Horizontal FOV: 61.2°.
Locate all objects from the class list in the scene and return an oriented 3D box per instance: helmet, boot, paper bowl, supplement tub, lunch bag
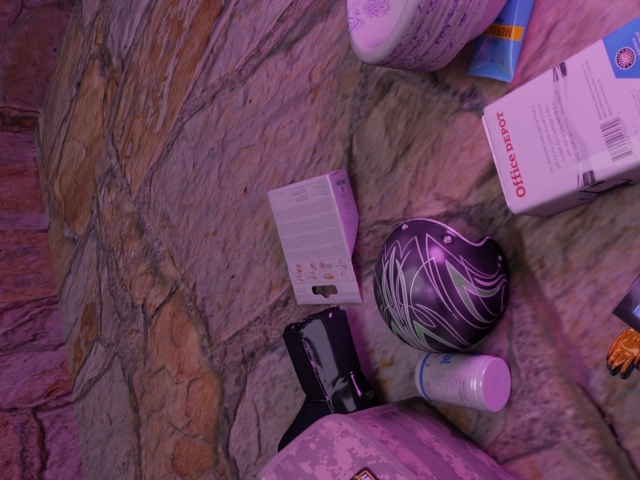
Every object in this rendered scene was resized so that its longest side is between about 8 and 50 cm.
[{"bbox_3d":[0.147,0.058,0.690,0.169,0.161,0.169,-2,87,50],"label":"helmet"},{"bbox_3d":[-0.014,0.247,0.923,0.246,0.094,0.207,-40,63,34],"label":"boot"},{"bbox_3d":[0.144,-0.359,0.681,0.284,0.148,0.284,-178,90,-71],"label":"paper bowl"},{"bbox_3d":[0.185,0.182,0.712,0.107,0.071,0.071,-6,84,49],"label":"supplement tub"},{"bbox_3d":[0.089,0.330,0.654,0.235,0.287,0.169,33,114,46],"label":"lunch bag"}]

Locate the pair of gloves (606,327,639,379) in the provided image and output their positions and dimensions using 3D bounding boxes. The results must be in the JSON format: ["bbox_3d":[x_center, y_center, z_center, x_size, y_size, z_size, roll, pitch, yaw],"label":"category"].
[{"bbox_3d":[0.348,0.131,0.567,0.083,0.010,0.074,44,120,40],"label":"pair of gloves"}]

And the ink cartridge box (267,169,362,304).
[{"bbox_3d":[0.000,0.000,0.969,0.181,0.056,0.225,-8,101,49],"label":"ink cartridge box"}]

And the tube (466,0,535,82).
[{"bbox_3d":[0.244,-0.310,0.682,0.080,0.052,0.207,44,127,56],"label":"tube"}]

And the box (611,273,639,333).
[{"bbox_3d":[0.438,0.059,0.411,0.307,0.076,0.242,48,123,39],"label":"box"}]

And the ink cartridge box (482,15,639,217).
[{"bbox_3d":[0.291,-0.122,0.587,0.190,0.082,0.140,-27,68,47],"label":"ink cartridge box"}]
